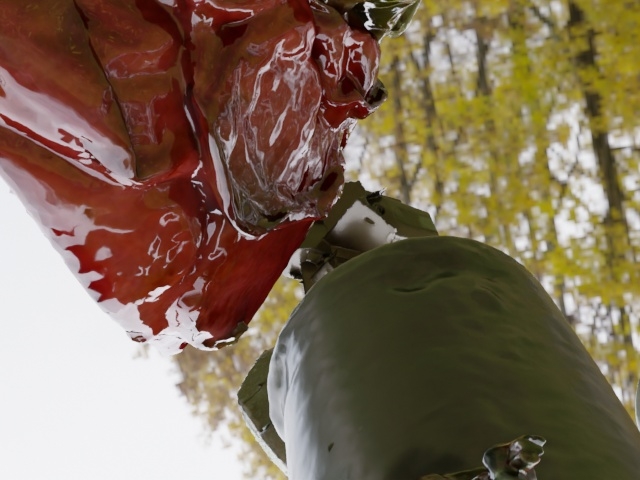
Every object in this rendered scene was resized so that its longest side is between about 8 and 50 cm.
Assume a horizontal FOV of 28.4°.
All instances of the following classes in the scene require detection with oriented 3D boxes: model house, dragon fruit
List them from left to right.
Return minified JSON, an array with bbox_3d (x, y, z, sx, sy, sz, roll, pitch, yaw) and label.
[{"bbox_3d":[-0.061,-0.118,0.492,0.205,0.317,0.152,-33,-173,-1],"label":"dragon fruit"},{"bbox_3d":[0.000,0.000,1.565,0.248,0.176,0.180,12,-131,-29],"label":"model house"}]

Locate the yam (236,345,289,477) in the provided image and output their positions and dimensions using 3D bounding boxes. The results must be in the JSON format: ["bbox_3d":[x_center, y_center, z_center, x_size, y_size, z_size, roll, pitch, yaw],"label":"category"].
[{"bbox_3d":[0.078,0.139,1.123,0.271,0.202,0.201,-28,-143,0],"label":"yam"}]

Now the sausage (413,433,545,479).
[{"bbox_3d":[-0.044,0.208,0.428,0.371,0.082,0.082,-50,-152,6],"label":"sausage"}]

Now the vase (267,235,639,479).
[{"bbox_3d":[0.078,0.136,0.635,0.245,0.245,0.291,-16,-145,-2],"label":"vase"}]

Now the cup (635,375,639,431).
[{"bbox_3d":[0.605,0.281,1.896,0.234,0.186,0.258,-1,-134,52],"label":"cup"}]
